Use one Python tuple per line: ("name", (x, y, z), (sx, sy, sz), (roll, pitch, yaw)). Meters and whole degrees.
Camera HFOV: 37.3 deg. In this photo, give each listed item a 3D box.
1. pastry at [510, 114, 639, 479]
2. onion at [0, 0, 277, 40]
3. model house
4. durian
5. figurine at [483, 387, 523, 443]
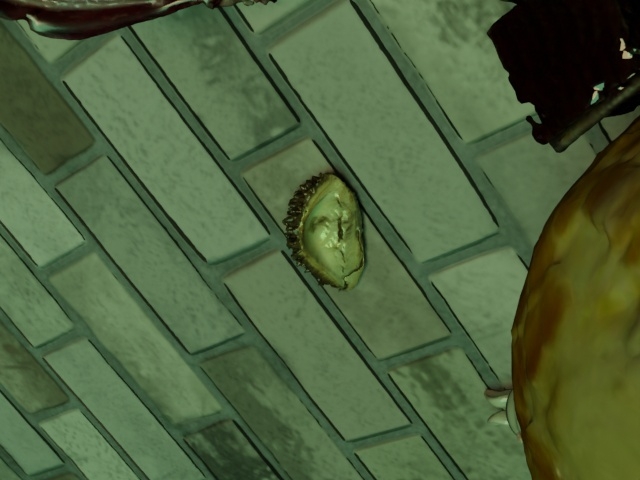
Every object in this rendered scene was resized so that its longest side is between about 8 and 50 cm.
("pastry", (0.278, 0.062, 0.522), (0.313, 0.389, 0.388), (24, 140, 54))
("onion", (-0.150, -0.246, 0.651), (0.284, 0.120, 0.227), (31, 103, -14))
("model house", (0.179, -0.161, 0.536), (0.141, 0.164, 0.203), (38, 129, -9))
("durian", (0.000, -0.006, 0.823), (0.066, 0.052, 0.130), (-15, 127, -10))
("figurine", (0.193, 0.136, 0.792), (0.146, 0.081, 0.098), (-5, 157, 29))
